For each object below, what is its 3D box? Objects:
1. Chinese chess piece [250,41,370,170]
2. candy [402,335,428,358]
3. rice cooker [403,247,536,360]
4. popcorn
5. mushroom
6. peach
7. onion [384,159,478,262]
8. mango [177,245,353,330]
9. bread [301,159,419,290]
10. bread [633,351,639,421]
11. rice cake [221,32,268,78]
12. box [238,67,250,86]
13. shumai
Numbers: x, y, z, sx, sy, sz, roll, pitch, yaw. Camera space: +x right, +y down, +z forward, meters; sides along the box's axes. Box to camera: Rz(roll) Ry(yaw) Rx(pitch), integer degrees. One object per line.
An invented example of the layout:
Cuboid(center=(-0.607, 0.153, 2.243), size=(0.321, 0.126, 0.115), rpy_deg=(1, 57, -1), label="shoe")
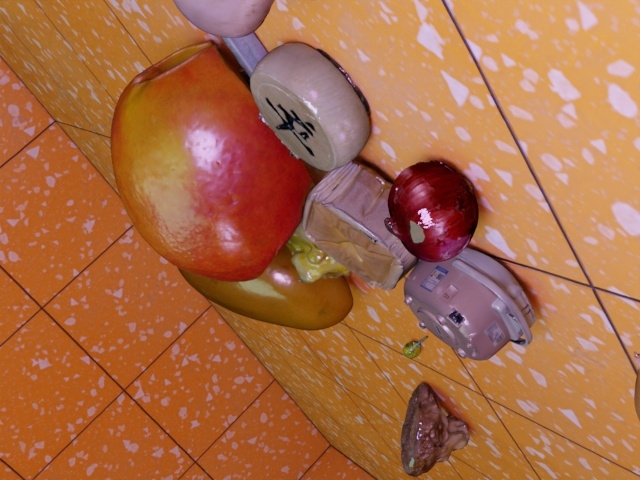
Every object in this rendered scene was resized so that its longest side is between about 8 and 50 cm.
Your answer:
Cuboid(center=(-0.016, -0.184, 1.191), size=(0.188, 0.083, 0.188), rpy_deg=(44, 165, 15), label="Chinese chess piece")
Cuboid(center=(0.201, 0.213, 1.749), size=(0.035, 0.035, 0.123), rpy_deg=(54, 156, 11), label="candy")
Cuboid(center=(0.208, 0.089, 1.225), size=(0.145, 0.127, 0.206), rpy_deg=(55, 170, -34), label="rice cooker")
Cuboid(center=(0.010, -0.007, 1.499), size=(0.173, 0.142, 0.174), rpy_deg=(161, 90, -79), label="popcorn")
Cuboid(center=(-0.060, -0.300, 0.873), size=(0.204, 0.204, 0.204), rpy_deg=(41, 164, 15), label="mushroom")
Cuboid(center=(-0.180, -0.099, 1.386), size=(0.380, 0.306, 0.242), rpy_deg=(57, -172, -24), label="peach")
Cuboid(center=(0.141, -0.037, 1.092), size=(0.131, 0.131, 0.131), rpy_deg=(41, 164, 15), label="onion")
Cuboid(center=(-0.127, 0.054, 1.814), size=(0.445, 0.232, 0.300), rpy_deg=(27, 163, 32), label="mango")
Cuboid(center=(0.075, -0.025, 1.311), size=(0.192, 0.110, 0.210), rpy_deg=(36, 163, 11), label="bread")
Cuboid(center=(0.427, 0.192, 0.998), size=(0.134, 0.085, 0.173), rpy_deg=(35, 161, 35), label="bread")
Cuboid(center=(-0.095, -0.264, 1.261), size=(0.211, 0.043, 0.034), rpy_deg=(53, 167, -25), label="rice cake")
Cuboid(center=(-0.087, -0.239, 1.337), size=(0.083, 0.024, 0.053), rpy_deg=(51, 165, -23), label="box")
Cuboid(center=(0.262, 0.440, 1.956), size=(0.152, 0.210, 0.161), rpy_deg=(15, 152, -10), label="shumai")
